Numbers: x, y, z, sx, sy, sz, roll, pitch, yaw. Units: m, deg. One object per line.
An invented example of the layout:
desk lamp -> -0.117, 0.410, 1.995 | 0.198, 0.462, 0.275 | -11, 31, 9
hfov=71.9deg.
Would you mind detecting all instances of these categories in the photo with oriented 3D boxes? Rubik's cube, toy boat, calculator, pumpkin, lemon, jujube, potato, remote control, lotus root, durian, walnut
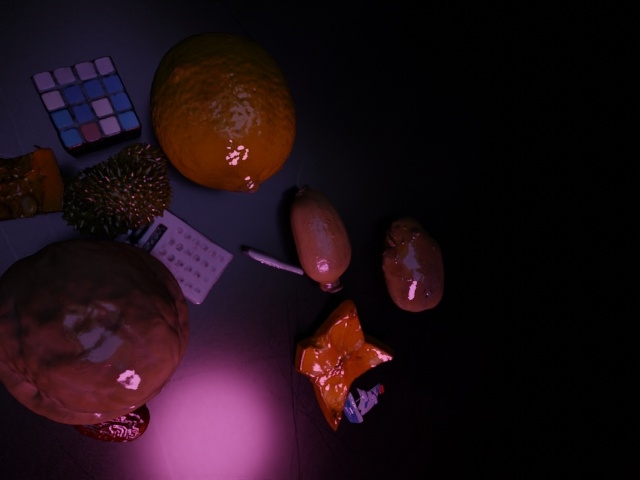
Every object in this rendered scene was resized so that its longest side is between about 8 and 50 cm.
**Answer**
Rubik's cube -> -0.480, -0.274, 0.926 | 0.154, 0.155, 0.151 | -24, 102, -20
toy boat -> 0.130, 0.496, 1.339 | 0.150, 0.034, 0.105 | -4, 94, -35
calculator -> -0.361, 0.027, 1.080 | 0.262, 0.021, 0.161 | 37, 81, -22
pumpkin -> -0.636, -0.102, 0.813 | 0.190, 0.281, 0.139 | -3, 88, -58
lemon -> -0.210, -0.275, 0.964 | 0.337, 0.336, 0.335 | -3, 96, -23
pumpkin -> 0.053, 0.344, 1.248 | 0.290, 0.095, 0.258 | -45, 112, -11
jujube -> -0.483, 0.402, 1.020 | 0.176, 0.109, 0.112 | 36, 115, -25
potato -> 0.271, 0.074, 1.290 | 0.192, 0.141, 0.296 | -24, 102, -22
remote control -> -0.123, 0.054, 1.162 | 0.162, 0.061, 0.029 | 21, 85, -24
lotus root -> 0.003, -0.001, 1.171 | 0.146, 0.131, 0.303 | -20, 103, -19
durian -> -0.431, -0.099, 0.930 | 0.237, 0.200, 0.176 | -16, 77, -15
walnut -> -0.444, 0.169, 0.877 | 0.382, 0.381, 0.380 | -3, 96, -23
